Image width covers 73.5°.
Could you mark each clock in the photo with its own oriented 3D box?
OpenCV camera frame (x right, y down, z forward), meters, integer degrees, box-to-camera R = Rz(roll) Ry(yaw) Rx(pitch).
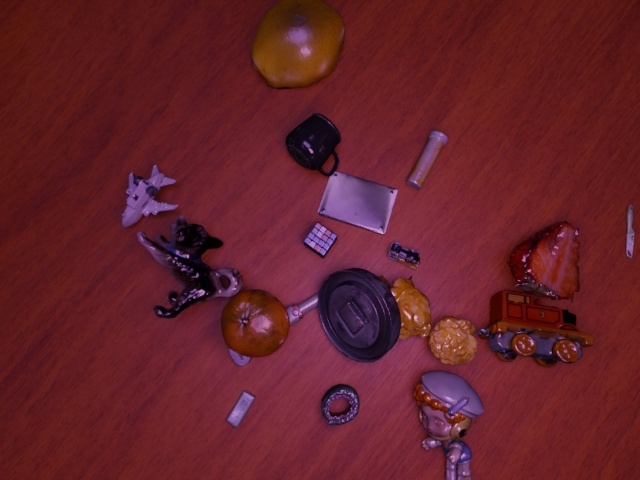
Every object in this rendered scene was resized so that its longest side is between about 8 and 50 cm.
[{"bbox_3d":[0.123,0.247,1.432,0.066,0.318,0.319,-16,78,-44],"label":"clock"}]

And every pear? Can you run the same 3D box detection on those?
[{"bbox_3d":[-0.094,-0.784,1.638,0.386,0.191,0.340,-40,82,-6],"label":"pear"}]

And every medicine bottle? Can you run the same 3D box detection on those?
[{"bbox_3d":[0.401,-0.300,1.617,0.073,0.074,0.218,28,84,5],"label":"medicine bottle"}]

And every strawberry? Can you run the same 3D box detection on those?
[{"bbox_3d":[0.772,0.066,1.519,0.253,0.150,0.281,12,78,-18],"label":"strawberry"}]

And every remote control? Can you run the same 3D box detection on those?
[{"bbox_3d":[-0.281,0.592,1.509,0.053,0.018,0.125,30,83,4],"label":"remote control"}]

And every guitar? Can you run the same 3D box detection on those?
[{"bbox_3d":[-0.218,0.359,1.541,0.233,0.025,0.088,-33,81,-5],"label":"guitar"}]

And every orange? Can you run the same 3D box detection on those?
[{"bbox_3d":[-0.224,0.280,1.456,0.239,0.171,0.240,-2,75,7],"label":"orange"}]

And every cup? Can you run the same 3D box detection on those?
[{"bbox_3d":[-0.009,-0.348,1.596,0.223,0.169,0.177,46,75,-23],"label":"cup"}]

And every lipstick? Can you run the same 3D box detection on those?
[{"bbox_3d":[-0.042,0.231,1.545,0.186,0.057,0.063,-31,81,-7],"label":"lipstick"}]

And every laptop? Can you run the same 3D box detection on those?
[{"bbox_3d":[0.142,-0.147,1.622,0.268,0.015,0.188,18,80,4],"label":"laptop"}]

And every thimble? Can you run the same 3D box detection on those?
[{"bbox_3d":[0.068,0.561,1.473,0.135,0.090,0.119,-26,79,-1],"label":"thimble"}]

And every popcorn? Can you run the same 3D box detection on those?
[{"bbox_3d":[0.458,0.345,1.474,0.179,0.170,0.180,4,120,7],"label":"popcorn"},{"bbox_3d":[0.263,0.240,1.484,0.191,0.190,0.254,-19,65,-33],"label":"popcorn"}]

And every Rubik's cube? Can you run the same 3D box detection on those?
[{"bbox_3d":[0.000,0.000,1.561,0.092,0.092,0.092,36,83,5],"label":"Rubik's cube"}]

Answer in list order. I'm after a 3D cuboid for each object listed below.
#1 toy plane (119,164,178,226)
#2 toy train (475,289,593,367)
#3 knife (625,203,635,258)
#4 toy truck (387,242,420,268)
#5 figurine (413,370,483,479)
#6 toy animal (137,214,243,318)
[{"bbox_3d":[-0.661,-0.158,1.592,0.251,0.101,0.255,35,83,18],"label":"toy plane"},{"bbox_3d":[0.717,0.302,1.472,0.368,0.163,0.232,8,69,0],"label":"toy train"},{"bbox_3d":[1.151,-0.036,1.592,0.030,0.014,0.207,7,83,2],"label":"knife"},{"bbox_3d":[0.306,0.059,1.564,0.123,0.063,0.052,23,60,5],"label":"toy truck"},{"bbox_3d":[0.434,0.622,1.444,0.205,0.224,0.382,-11,106,-23],"label":"figurine"},{"bbox_3d":[-0.443,0.074,1.513,0.302,0.194,0.345,-17,84,4],"label":"toy animal"}]
